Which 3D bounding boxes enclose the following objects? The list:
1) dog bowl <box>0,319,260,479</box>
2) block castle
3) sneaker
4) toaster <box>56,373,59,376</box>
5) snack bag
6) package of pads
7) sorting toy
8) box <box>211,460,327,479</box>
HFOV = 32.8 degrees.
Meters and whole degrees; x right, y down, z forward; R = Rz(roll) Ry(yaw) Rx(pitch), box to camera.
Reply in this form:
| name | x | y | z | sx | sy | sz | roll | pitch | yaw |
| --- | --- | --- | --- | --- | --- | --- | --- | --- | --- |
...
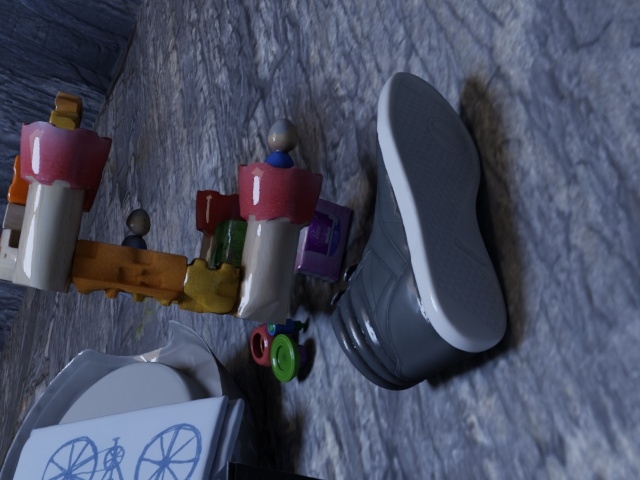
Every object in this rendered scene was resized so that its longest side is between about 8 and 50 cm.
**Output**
| name | x | y | z | sx | sy | sz | roll | pitch | yaw |
| --- | --- | --- | --- | --- | --- | --- | --- | --- | --- |
| dog bowl | -0.218 | 0.265 | 1.244 | 0.348 | 0.102 | 0.349 | -24 | 44 | 26 |
| block castle | -0.192 | -0.036 | 1.231 | 0.453 | 0.303 | 0.213 | 174 | 106 | -77 |
| sneaker | 0.063 | -0.006 | 0.930 | 0.147 | 0.104 | 0.296 | -45 | 39 | 41 |
| toaster | -0.348 | 0.288 | 1.645 | 0.227 | 0.146 | 0.129 | -55 | 29 | 37 |
| snack bag | -0.233 | 0.328 | 1.098 | 0.323 | 0.037 | 0.343 | -15 | 49 | 35 |
| package of pads | 0.000 | 0.000 | 1.153 | 0.032 | 0.050 | 0.083 | -20 | 57 | 64 |
| sorting toy | -0.037 | 0.115 | 1.185 | 0.102 | 0.042 | 0.061 | 21 | 110 | 56 |
| box | -0.001 | 0.257 | 0.791 | 0.077 | 0.180 | 0.147 | -53 | 28 | 43 |
